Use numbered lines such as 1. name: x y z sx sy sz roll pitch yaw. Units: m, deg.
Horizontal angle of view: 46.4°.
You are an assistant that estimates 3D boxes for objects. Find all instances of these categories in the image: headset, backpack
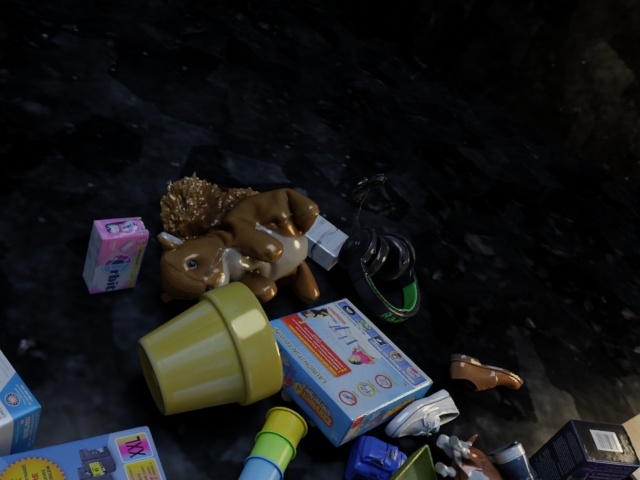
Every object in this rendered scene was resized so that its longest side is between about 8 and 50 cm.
1. headset: 0.168 0.022 2.002 0.243 0.185 0.394 11 52 -49
2. backpack: 0.126 0.477 1.576 0.120 0.101 0.098 27 45 -5

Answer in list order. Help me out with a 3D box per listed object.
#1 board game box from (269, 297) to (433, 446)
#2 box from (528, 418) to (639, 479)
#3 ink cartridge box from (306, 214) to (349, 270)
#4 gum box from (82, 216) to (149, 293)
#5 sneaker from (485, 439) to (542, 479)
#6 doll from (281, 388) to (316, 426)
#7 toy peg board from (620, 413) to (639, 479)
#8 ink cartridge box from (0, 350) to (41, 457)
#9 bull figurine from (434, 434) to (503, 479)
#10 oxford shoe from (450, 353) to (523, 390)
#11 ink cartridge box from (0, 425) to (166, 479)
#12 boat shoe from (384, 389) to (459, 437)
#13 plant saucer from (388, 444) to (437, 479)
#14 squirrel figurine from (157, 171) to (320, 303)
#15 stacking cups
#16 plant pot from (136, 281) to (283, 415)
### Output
1. board game box: 0.049 0.286 1.703 0.302 0.086 0.308 -11 46 -48
2. box: 0.594 0.513 1.708 0.153 0.207 0.108 10 42 -18
3. ink cartridge box: 0.000 0.000 2.068 0.150 0.063 0.109 37 40 11
4. gum box: -0.461 0.030 1.678 0.107 0.188 0.062 -8 50 -35
5. sneaker: 0.442 0.533 1.658 0.086 0.226 0.163 -29 76 2
6. doll: 0.000 0.366 1.670 0.189 0.046 0.129 20 33 -11
7. toy peg board: 0.815 0.552 1.911 0.161 0.079 0.161 -21 56 -24
8. ink cartridge box: -0.633 0.319 1.272 0.233 0.168 0.171 -24 61 -43
9. bull figurine: 0.326 0.516 1.572 0.188 0.101 0.310 35 17 -45
10. oxford shoe: 0.422 0.356 1.917 0.212 0.076 0.076 18 69 -14
11. ink cartridge box: -0.444 0.485 1.212 0.396 0.151 0.270 -7 49 -32
12. boat shoe: 0.245 0.411 1.727 0.226 0.083 0.076 -18 55 -42
13. plant saucer: 0.175 0.539 1.511 0.045 0.188 0.188 -4 18 40
14. squirrel figurine: -0.243 0.013 1.813 0.371 0.281 0.397 -22 44 -31
15. stacking cups: -0.126 0.465 1.453 0.096 0.096 0.316 30 39 4
16. plant pot: -0.238 0.241 1.544 0.239 0.254 0.254 -20 56 -23
